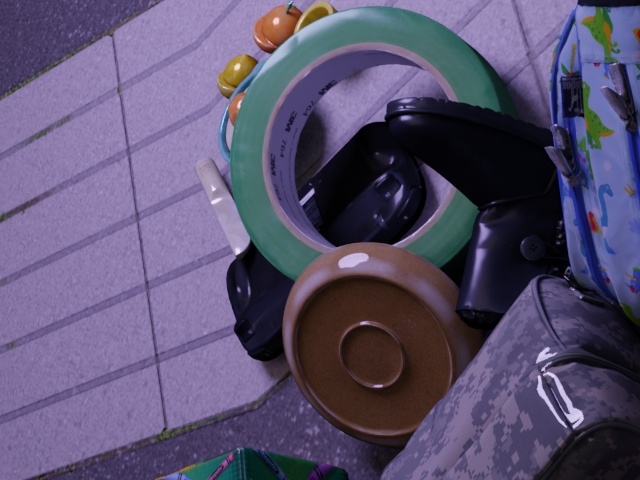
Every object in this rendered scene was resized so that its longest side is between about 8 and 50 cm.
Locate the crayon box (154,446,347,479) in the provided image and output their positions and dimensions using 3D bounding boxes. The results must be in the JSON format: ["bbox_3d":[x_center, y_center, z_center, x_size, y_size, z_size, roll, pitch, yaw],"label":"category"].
[{"bbox_3d":[-0.121,0.321,1.777,0.278,0.165,0.081,-27,58,37],"label":"crayon box"}]

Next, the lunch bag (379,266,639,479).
[{"bbox_3d":[0.198,0.204,1.447,0.305,0.213,0.256,-54,34,22],"label":"lunch bag"}]

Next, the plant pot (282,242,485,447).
[{"bbox_3d":[0.060,0.118,1.658,0.236,0.032,0.236,8,111,23],"label":"plant pot"}]

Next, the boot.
[{"bbox_3d":[0.164,-0.019,1.564,0.094,0.246,0.207,155,130,-74],"label":"boot"}]

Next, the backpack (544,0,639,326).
[{"bbox_3d":[0.336,-0.093,1.368,0.273,0.290,0.355,-17,94,43],"label":"backpack"}]

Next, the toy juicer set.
[{"bbox_3d":[-0.096,-0.162,1.966,0.209,0.089,0.329,31,94,52],"label":"toy juicer set"}]

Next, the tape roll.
[{"bbox_3d":[0.059,-0.093,1.718,0.321,0.077,0.321,-3,81,22],"label":"tape roll"}]

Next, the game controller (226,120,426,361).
[{"bbox_3d":[0.000,0.000,1.859,0.319,0.067,0.166,-45,34,25],"label":"game controller"}]
